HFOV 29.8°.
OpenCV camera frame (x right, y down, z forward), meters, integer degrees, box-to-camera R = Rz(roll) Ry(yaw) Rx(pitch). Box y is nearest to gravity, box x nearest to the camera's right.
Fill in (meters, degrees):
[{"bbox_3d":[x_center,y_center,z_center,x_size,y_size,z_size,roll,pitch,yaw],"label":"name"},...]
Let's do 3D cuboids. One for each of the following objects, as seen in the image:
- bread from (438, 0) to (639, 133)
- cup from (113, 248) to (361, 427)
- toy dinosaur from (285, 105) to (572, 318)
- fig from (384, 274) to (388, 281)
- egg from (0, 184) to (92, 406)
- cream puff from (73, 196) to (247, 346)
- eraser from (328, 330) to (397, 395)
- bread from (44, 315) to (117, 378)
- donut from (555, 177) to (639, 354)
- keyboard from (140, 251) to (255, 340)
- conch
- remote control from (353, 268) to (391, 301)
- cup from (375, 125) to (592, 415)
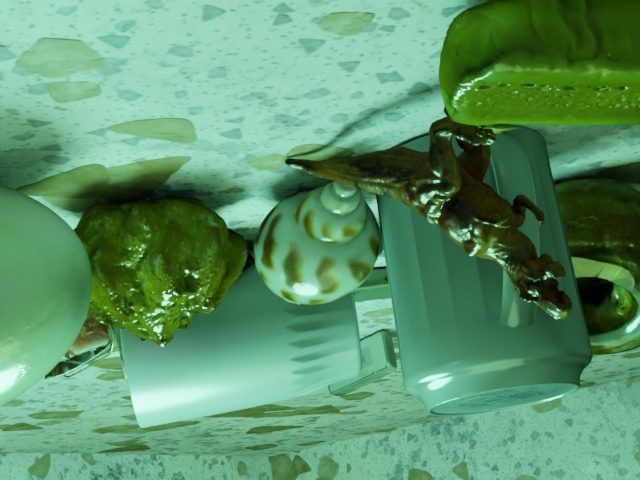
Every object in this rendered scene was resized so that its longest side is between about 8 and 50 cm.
[{"bbox_3d":[0.299,-0.184,1.178,0.383,0.112,0.166,-3,161,-11],"label":"bread"},{"bbox_3d":[-0.134,0.139,1.844,0.371,0.253,0.253,-8,164,-3],"label":"cup"},{"bbox_3d":[0.135,-0.082,1.347,0.097,0.432,0.208,-19,133,-37],"label":"toy dinosaur"},{"bbox_3d":[0.185,0.058,2.001,0.177,0.117,0.117,9,172,26],"label":"fig"},{"bbox_3d":[-0.430,0.067,1.420,0.345,0.283,0.283,-17,162,16],"label":"egg"},{"bbox_3d":[-0.225,0.031,1.608,0.244,0.196,0.244,22,172,3],"label":"cream puff"},{"bbox_3d":[0.089,0.282,2.715,0.061,0.089,0.352,-3,163,-26],"label":"eraser"},{"bbox_3d":[-0.421,0.150,1.985,0.212,0.142,0.224,-13,170,-40],"label":"bread"},{"bbox_3d":[0.397,0.053,1.790,0.330,0.160,0.330,-1,131,-1],"label":"donut"},{"bbox_3d":[-0.191,0.065,1.732,0.204,0.061,0.013,-35,164,-21],"label":"keyboard"},{"bbox_3d":[0.000,0.000,1.608,0.149,0.183,0.275,47,146,-12],"label":"conch"},{"bbox_3d":[0.100,0.076,2.123,0.285,0.038,0.123,-7,165,-8],"label":"remote control"},{"bbox_3d":[0.210,0.032,1.496,0.236,0.327,0.323,-5,162,-10],"label":"cup"}]
